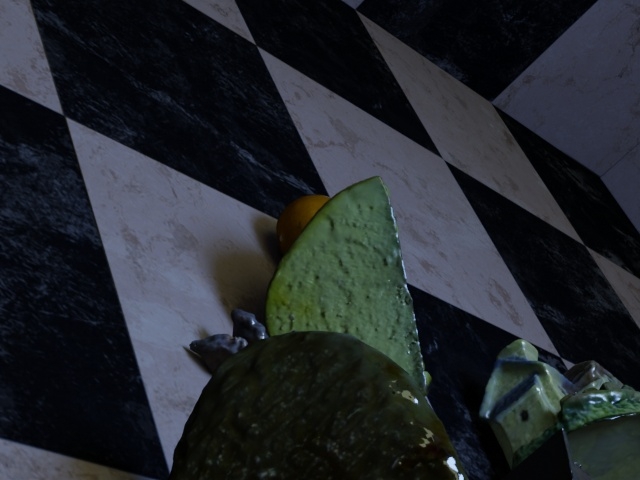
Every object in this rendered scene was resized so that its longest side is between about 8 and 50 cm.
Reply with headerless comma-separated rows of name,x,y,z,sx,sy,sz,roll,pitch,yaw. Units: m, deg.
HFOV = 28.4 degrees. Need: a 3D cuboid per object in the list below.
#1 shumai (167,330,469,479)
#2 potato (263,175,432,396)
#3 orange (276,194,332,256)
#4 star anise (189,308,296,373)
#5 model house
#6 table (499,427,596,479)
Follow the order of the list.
shumai,0.037,0.309,1.350,0.397,0.324,0.323,63,12,27
potato,0.036,0.098,1.885,0.280,0.213,0.330,61,19,-77
orange,0.000,0.000,2.059,0.156,0.124,0.156,21,31,-13
star anise,-0.059,0.171,1.665,0.172,0.063,0.208,-19,66,-45
model house,0.437,0.296,2.156,0.321,0.261,0.266,34,21,-39
table,0.348,0.423,1.836,0.169,0.193,0.172,40,22,-17
